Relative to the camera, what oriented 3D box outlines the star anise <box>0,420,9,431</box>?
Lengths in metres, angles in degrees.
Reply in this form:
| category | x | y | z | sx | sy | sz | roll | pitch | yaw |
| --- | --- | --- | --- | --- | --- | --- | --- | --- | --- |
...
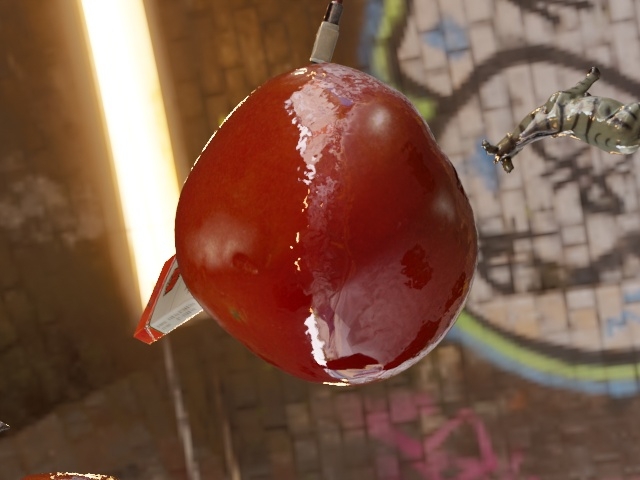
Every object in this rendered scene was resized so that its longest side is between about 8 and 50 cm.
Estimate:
| category | x | y | z | sx | sy | sz | roll | pitch | yaw |
| --- | --- | --- | --- | --- | --- | --- | --- | --- | --- |
| star anise | -0.467 | 0.229 | 1.918 | 0.229 | 0.093 | 0.236 | -48 | -56 | -21 |

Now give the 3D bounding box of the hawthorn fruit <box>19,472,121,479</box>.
| category | x | y | z | sx | sy | sz | roll | pitch | yaw |
| --- | --- | --- | --- | --- | --- | --- | --- | --- | --- |
| hawthorn fruit | -0.340 | 0.437 | 2.189 | 0.307 | 0.265 | 0.265 | 166 | 95 | -85 |

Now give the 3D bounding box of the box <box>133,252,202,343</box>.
| category | x | y | z | sx | sy | sz | roll | pitch | yaw |
| --- | --- | --- | --- | --- | --- | --- | --- | --- | --- |
| box | -0.196 | 0.062 | 2.334 | 0.035 | 0.245 | 0.139 | 29 | -115 | -17 |

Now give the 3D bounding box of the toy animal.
| category | x | y | z | sx | sy | sz | roll | pitch | yaw |
| --- | --- | --- | --- | --- | --- | --- | --- | --- | --- |
| toy animal | 0.316 | -0.137 | 1.913 | 0.176 | 0.216 | 0.073 | -47 | -47 | -35 |

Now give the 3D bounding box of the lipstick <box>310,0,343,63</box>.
| category | x | y | z | sx | sy | sz | roll | pitch | yaw |
| --- | --- | --- | --- | --- | --- | --- | --- | --- | --- |
| lipstick | 0.014 | -0.269 | 1.965 | 0.025 | 0.025 | 0.107 | 137 | 149 | -86 |

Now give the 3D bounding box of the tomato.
| category | x | y | z | sx | sy | sz | roll | pitch | yaw |
| --- | --- | --- | --- | --- | --- | --- | --- | --- | --- |
| tomato | 0.000 | 0.000 | 1.435 | 0.226 | 0.298 | 0.299 | -42 | -53 | -35 |
